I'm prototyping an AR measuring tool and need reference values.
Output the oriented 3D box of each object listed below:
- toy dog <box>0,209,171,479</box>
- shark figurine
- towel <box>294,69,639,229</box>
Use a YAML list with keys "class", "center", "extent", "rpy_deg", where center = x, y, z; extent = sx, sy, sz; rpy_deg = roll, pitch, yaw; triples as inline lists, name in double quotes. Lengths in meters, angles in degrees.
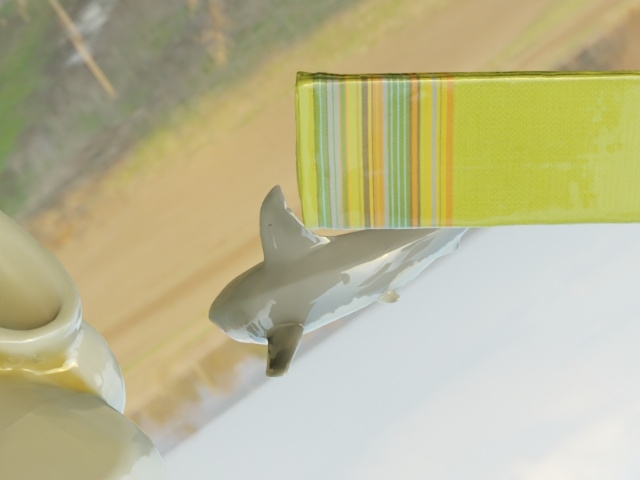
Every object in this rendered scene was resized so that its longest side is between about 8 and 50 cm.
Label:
- class: "toy dog"
  center: [-0.201, 0.232, 1.070]
  extent: [0.284, 0.395, 0.408]
  rpy_deg: [-50, 152, -40]
- class: "shark figurine"
  center: [0.019, -0.006, 1.231]
  extent: [0.278, 0.116, 0.166]
  rpy_deg: [-28, -166, 13]
- class: "towel"
  center: [0.104, -0.052, 0.971]
  extent: [0.237, 0.102, 0.021]
  rpy_deg: [-1, -145, 1]
